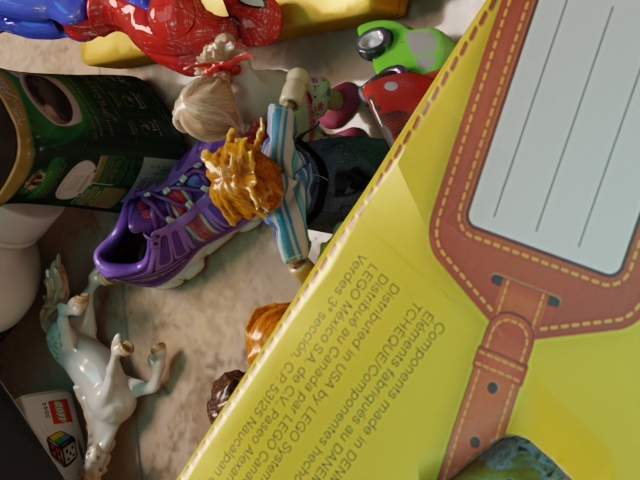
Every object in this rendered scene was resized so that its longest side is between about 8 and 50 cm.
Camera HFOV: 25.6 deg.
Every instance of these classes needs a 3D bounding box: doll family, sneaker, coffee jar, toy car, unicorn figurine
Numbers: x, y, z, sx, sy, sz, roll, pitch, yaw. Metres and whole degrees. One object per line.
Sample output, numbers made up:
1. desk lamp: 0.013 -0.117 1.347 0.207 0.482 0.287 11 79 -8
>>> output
1. doll family: 0.000 0.000 0.780 0.118 0.163 0.262 -13 82 39
2. sneaker: -0.085 -0.023 0.911 0.170 0.071 0.068 -47 63 29
3. coffee jar: -0.182 -0.065 0.916 0.079 0.184 0.096 -50 61 28
4. toy car: 0.073 -0.053 0.748 0.053 0.239 0.225 -29 43 8
5. unicorn figurine: -0.156 0.096 0.985 0.111 0.060 0.162 -56 44 36

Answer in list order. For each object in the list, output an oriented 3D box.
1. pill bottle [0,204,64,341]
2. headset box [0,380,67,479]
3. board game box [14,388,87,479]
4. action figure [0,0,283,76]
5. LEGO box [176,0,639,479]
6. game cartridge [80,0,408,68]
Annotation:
1. pill bottle: -0.330 0.047 1.027 0.323 0.181 0.181 -45 63 21
2. headset box: -0.326 0.229 0.925 0.131 0.246 0.283 48 120 31
3. board game box: -0.219 0.284 1.034 0.193 0.053 0.305 -29 72 37
4. action figure: -0.152 -0.178 0.875 0.280 0.091 0.139 9 76 11
5. LEGO box: 0.112 0.144 0.515 0.193 0.372 0.500 42 108 30
6. game cartridge: -0.054 -0.286 0.902 0.285 0.053 0.323 -3 91 39
